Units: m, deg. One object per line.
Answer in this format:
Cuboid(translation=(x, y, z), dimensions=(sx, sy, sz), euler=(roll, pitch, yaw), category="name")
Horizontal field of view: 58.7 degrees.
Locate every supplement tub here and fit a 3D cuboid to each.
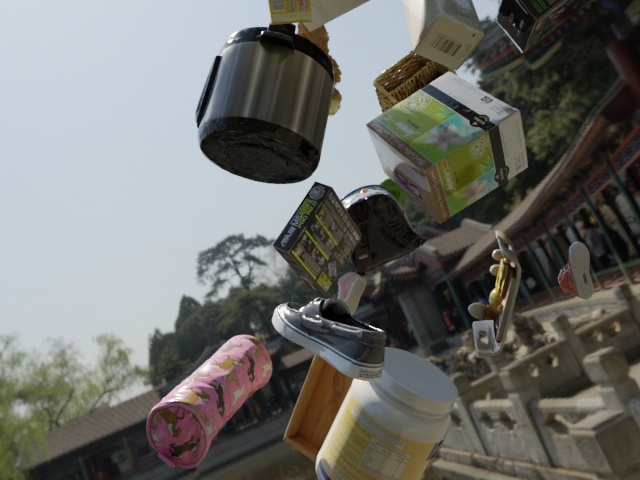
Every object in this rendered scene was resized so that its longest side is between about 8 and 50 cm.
Cuboid(translation=(0.152, 0.442, 1.315), dimensions=(0.241, 0.241, 0.331), euler=(-3, -59, -59), category="supplement tub")

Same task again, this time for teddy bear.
Cuboid(translation=(-0.025, -0.585, 1.961), dimensions=(0.245, 0.338, 0.113), euler=(-27, 7, -31), category="teddy bear")

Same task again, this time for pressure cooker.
Cuboid(translation=(-0.147, -0.416, 1.687), dimensions=(0.369, 0.421, 0.375), euler=(-4, -21, 42), category="pressure cooker")

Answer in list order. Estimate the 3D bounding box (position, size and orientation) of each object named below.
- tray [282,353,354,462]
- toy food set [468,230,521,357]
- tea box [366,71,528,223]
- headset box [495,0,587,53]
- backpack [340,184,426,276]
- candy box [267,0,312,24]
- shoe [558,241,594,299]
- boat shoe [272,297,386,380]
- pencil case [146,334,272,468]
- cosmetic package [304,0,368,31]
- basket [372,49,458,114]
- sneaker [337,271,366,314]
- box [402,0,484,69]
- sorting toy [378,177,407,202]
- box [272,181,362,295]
Cuboid(translation=(0.045, 0.496, 1.811), dimensions=(0.076, 0.202, 0.411), euler=(14, -82, -57), category="tray")
Cuboid(translation=(0.479, 0.146, 1.593), dimensions=(0.092, 0.306, 0.220), euler=(10, 19, 9), category="toy food set")
Cuboid(translation=(0.369, -0.282, 1.687), dimensions=(0.323, 0.329, 0.220), euler=(-34, -47, -5), category="tea box")
Cuboid(translation=(0.591, -0.634, 1.439), dimensions=(0.283, 0.131, 0.246), euler=(-37, -8, 11), category="headset box")
Cuboid(translation=(0.176, -0.056, 1.923), dimensions=(0.276, 0.213, 0.263), euler=(-27, -57, -1), category="backpack")
Cuboid(translation=(-0.087, -0.639, 1.397), dimensions=(0.105, 0.206, 0.027), euler=(-9, 3, -16), category="candy box")
Cuboid(translation=(0.701, 0.079, 1.584), dimensions=(0.063, 0.178, 0.081), euler=(-30, 23, -20), category="shoe")
Cuboid(translation=(0.012, 0.154, 1.055), dimensions=(0.108, 0.102, 0.301), euler=(6, 9, -33), category="boat shoe")
Cuboid(translation=(-0.250, 0.366, 1.346), dimensions=(0.160, 0.167, 0.386), euler=(-11, 9, 19), category="pencil case")
Cuboid(translation=(0.075, -0.754, 1.516), dimensions=(0.384, 0.156, 0.217), euler=(-15, -42, 31), category="cosmetic package")
Cuboid(translation=(0.375, -0.551, 2.109), dimensions=(0.299, 0.213, 0.223), euler=(-39, -48, -22), category="basket")
Cuboid(translation=(0.065, 0.142, 1.469), dimensions=(0.051, 0.070, 0.134), euler=(21, -79, -34), category="sneaker")
Cuboid(translation=(0.318, -0.614, 1.520), dimensions=(0.147, 0.311, 0.121), euler=(16, -42, -19), category="box")
Cuboid(translation=(0.276, -0.157, 2.340), dimensions=(0.365, 0.127, 0.126), euler=(-48, 17, 38), category="sorting toy")
Cuboid(translation=(0.000, 0.000, 1.572), dimensions=(0.216, 0.060, 0.270), euler=(-57, -35, -14), category="box")
